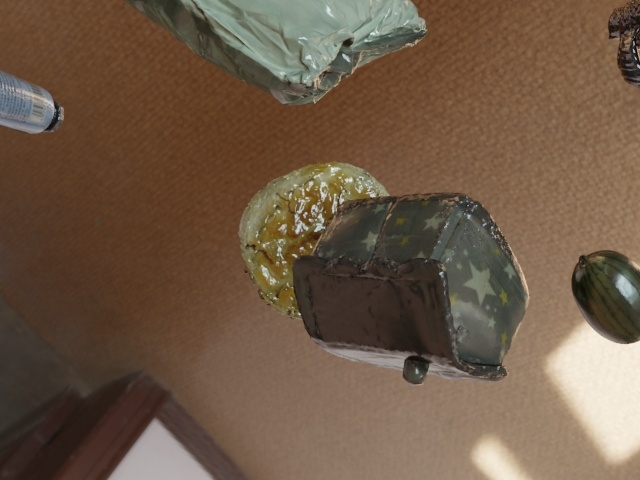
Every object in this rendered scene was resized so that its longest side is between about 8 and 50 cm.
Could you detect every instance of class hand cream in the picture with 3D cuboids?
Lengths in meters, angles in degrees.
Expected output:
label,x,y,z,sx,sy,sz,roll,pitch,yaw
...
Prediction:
label,x,y,z,sx,sy,sz,roll,pitch,yaw
hand cream,-0.381,-0.169,0.959,0.058,0.271,0.091,-17,80,17

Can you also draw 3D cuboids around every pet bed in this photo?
label,x,y,z,sx,sy,sz,roll,pitch,yaw
pet bed,0.087,0.065,0.917,0.210,0.159,0.183,-1,136,42

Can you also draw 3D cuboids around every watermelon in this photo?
label,x,y,z,sx,sy,sz,roll,pitch,yaw
watermelon,0.307,0.057,0.916,0.078,0.078,0.111,-26,99,40

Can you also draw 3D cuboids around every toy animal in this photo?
label,x,y,z,sx,sy,sz,roll,pitch,yaw
toy animal,0.489,-0.341,1.324,0.116,0.219,0.179,18,-175,-29

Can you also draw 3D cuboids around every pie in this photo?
label,x,y,z,sx,sy,sz,roll,pitch,yaw
pie,0.000,0.000,1.423,0.274,0.274,0.055,38,175,-2

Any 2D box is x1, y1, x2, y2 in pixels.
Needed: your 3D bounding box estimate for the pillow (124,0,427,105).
label,x,y,z,sx,sy,sz,roll,pitch,yaw
pillow,-0.050,-0.289,1.048,0.310,0.283,0.138,34,133,17
